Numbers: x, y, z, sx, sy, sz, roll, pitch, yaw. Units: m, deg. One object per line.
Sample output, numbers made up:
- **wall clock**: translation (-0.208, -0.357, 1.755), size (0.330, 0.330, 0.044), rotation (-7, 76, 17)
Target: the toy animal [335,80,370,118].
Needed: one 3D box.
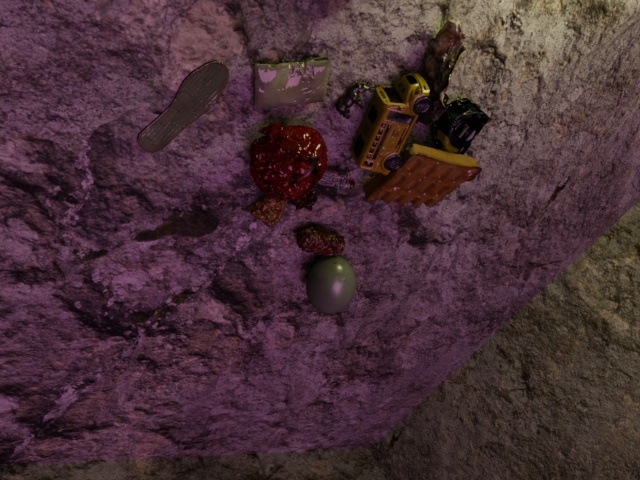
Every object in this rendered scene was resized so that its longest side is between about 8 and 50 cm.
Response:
- **toy animal**: translation (0.105, -0.451, 1.672), size (0.065, 0.047, 0.136), rotation (30, 119, -35)

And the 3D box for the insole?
- **insole**: translation (-0.390, -0.374, 1.513), size (0.348, 0.009, 0.119), rotation (-40, 138, 13)

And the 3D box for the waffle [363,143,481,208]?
- **waffle**: translation (0.374, -0.227, 1.950), size (0.348, 0.077, 0.304), rotation (5, 149, -33)

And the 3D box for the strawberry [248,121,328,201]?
- **strawberry**: translation (-0.090, -0.235, 1.658), size (0.274, 0.220, 0.274), rotation (-17, 136, -17)

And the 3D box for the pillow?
- **pillow**: translation (-0.086, -0.460, 1.560), size (0.230, 0.050, 0.148), rotation (-10, 132, -15)

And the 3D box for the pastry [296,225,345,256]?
- **pastry**: translation (-0.001, 0.002, 2.037), size (0.209, 0.097, 0.115), rotation (11, 130, -38)

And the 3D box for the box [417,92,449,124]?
- **box**: translation (0.367, -0.461, 1.816), size (0.125, 0.027, 0.126), rotation (14, 125, -38)

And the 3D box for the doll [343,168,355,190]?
- **doll**: translation (0.101, -0.219, 1.915), size (0.058, 0.040, 0.085), rotation (2, 132, -17)

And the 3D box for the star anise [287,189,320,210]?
- **star anise**: translation (-0.050, -0.168, 1.854), size (0.097, 0.070, 0.190), rotation (21, 146, -9)

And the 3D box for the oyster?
- **oyster**: translation (0.377, -0.514, 1.667), size (0.101, 0.270, 0.275), rotation (4, 170, -3)

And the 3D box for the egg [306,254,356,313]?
- **egg**: translation (0.044, 0.181, 2.164), size (0.203, 0.202, 0.282), rotation (-11, 140, -18)

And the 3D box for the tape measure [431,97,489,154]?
- **tape measure**: translation (0.483, -0.397, 1.870), size (0.186, 0.112, 0.199), rotation (8, 124, -45)

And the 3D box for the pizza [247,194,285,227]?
- **pizza**: translation (-0.186, -0.104, 1.870), size (0.134, 0.046, 0.175), rotation (-14, 138, -16)

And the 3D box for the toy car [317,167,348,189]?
- **toy car**: translation (0.026, -0.225, 1.853), size (0.142, 0.055, 0.069), rotation (9, 133, -9)

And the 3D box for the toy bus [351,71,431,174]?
- **toy bus**: translation (0.224, -0.384, 1.729), size (0.151, 0.145, 0.331), rotation (6, 131, -21)
